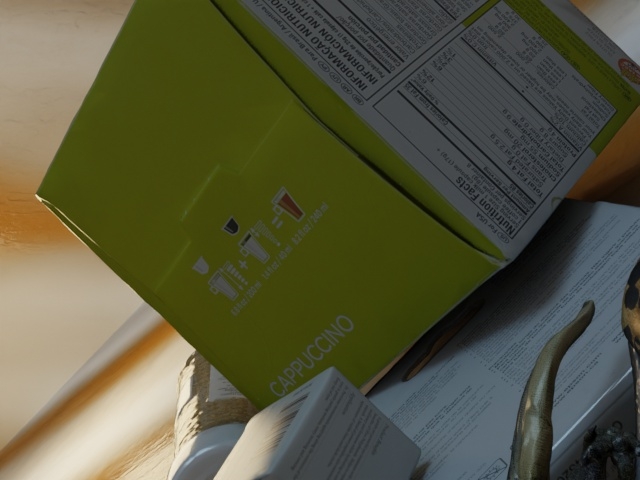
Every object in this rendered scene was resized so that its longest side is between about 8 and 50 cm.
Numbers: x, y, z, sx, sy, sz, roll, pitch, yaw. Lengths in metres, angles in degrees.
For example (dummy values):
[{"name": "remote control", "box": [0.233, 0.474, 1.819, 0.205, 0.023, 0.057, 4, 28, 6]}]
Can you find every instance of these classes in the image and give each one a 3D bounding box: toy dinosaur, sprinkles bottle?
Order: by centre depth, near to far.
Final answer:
[{"name": "toy dinosaur", "box": [0.103, 0.136, 0.516, 0.118, 0.064, 0.268, 114, 176, -73]}, {"name": "sprinkles bottle", "box": [-0.088, 0.198, 1.089, 0.121, 0.121, 0.355, -44, 11, 2]}]

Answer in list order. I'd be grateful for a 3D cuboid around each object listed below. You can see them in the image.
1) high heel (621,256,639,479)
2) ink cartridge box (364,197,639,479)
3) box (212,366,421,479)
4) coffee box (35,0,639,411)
[{"name": "high heel", "box": [0.208, 0.049, 0.459, 0.261, 0.093, 0.186, 149, 129, -70]}, {"name": "ink cartridge box", "box": [0.134, 0.111, 0.752, 0.324, 0.071, 0.330, -45, 8, -1]}, {"name": "box", "box": [-0.010, 0.157, 0.697, 0.102, 0.087, 0.101, -39, 11, 42]}, {"name": "coffee box", "box": [0.018, -0.090, 0.975, 0.334, 0.338, 0.337, -44, -3, -45]}]
